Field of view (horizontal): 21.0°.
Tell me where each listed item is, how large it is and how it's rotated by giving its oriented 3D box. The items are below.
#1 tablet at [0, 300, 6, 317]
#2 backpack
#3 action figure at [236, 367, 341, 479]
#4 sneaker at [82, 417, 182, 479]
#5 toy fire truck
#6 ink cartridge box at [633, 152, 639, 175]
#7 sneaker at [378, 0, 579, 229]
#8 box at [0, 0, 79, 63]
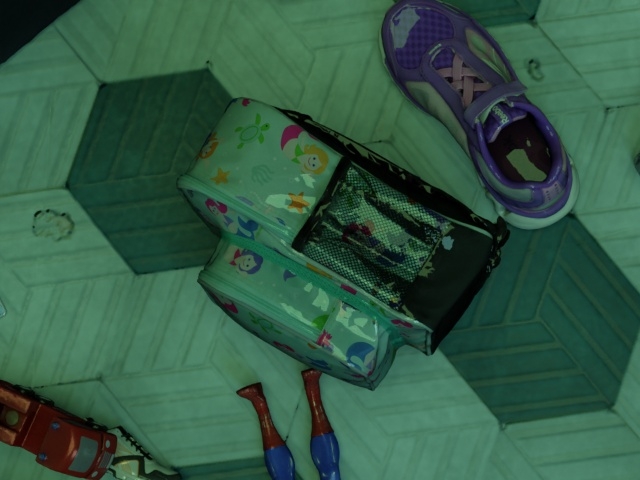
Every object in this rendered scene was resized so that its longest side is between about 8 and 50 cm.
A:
[{"bbox_3d":[-0.323,0.042,1.547,0.054,0.006,0.083,-29,86,1],"label":"tablet"},{"bbox_3d":[0.000,0.000,1.425,0.253,0.225,0.191,37,84,8],"label":"backpack"},{"bbox_3d":[-0.002,0.253,1.457,0.091,0.139,0.280,-16,88,3],"label":"action figure"},{"bbox_3d":[-0.171,0.188,1.514,0.109,0.040,0.044,20,86,4],"label":"sneaker"},{"bbox_3d":[-0.281,0.145,1.467,0.192,0.135,0.047,22,89,29],"label":"toy fire truck"},{"bbox_3d":[0.413,-0.028,1.487,0.189,0.066,0.232,-34,81,1],"label":"ink cartridge box"},{"bbox_3d":[0.139,-0.118,1.482,0.095,0.104,0.236,-38,84,2],"label":"sneaker"},{"bbox_3d":[-0.451,-0.353,1.345,0.297,0.472,0.480,-38,85,-1],"label":"box"}]
